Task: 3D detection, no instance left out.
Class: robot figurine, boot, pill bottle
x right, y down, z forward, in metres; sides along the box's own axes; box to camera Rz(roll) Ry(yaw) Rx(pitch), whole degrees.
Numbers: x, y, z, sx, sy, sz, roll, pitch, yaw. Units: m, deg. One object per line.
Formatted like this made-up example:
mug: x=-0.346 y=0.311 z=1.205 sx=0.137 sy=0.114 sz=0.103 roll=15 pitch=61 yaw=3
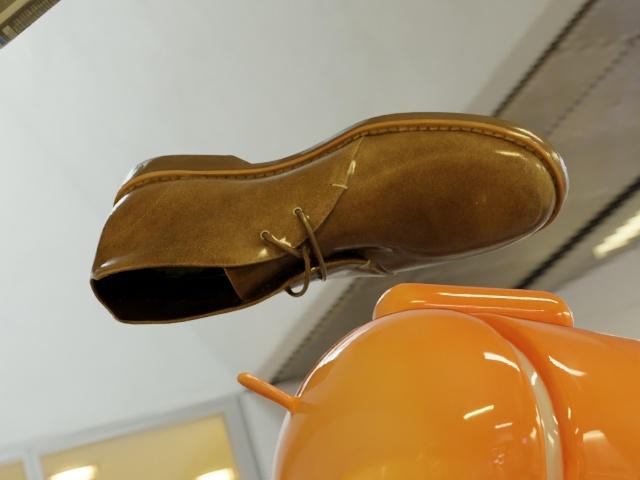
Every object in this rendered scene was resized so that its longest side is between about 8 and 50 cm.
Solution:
robot figurine: x=0.075 y=0.091 z=0.557 sx=0.219 sy=0.158 sz=0.128 roll=11 pitch=-10 yaw=-32
boot: x=0.000 y=0.000 z=0.956 sx=0.305 sy=0.112 sz=0.115 roll=-8 pitch=31 yaw=21
pill bottle: x=-0.321 y=-0.277 z=1.686 sx=0.137 sy=0.078 sz=0.078 roll=-39 pitch=-18 yaw=0
